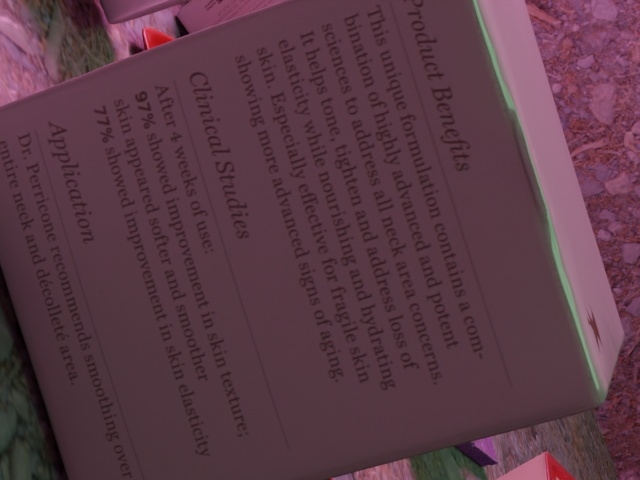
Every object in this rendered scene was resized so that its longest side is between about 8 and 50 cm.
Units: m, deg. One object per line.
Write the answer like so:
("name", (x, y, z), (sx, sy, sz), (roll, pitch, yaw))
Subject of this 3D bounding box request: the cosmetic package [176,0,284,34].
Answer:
("cosmetic package", (-0.036, -0.240, 1.629), (0.151, 0.151, 0.184), (54, 15, 12))

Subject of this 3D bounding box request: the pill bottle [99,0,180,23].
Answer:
("pill bottle", (-0.184, -0.355, 1.310), (0.161, 0.161, 0.283), (-48, 119, -73))

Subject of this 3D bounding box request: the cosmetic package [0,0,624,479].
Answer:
("cosmetic package", (0.000, 0.000, 1.116), (0.327, 0.394, 0.329), (-14, 87, -75))

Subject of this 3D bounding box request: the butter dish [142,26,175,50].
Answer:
("butter dish", (-0.098, -0.149, 1.467), (0.160, 0.118, 0.160), (12, 62, -72))

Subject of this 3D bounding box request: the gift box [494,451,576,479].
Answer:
("gift box", (0.234, 0.432, 1.744), (0.276, 0.258, 0.255), (46, 26, -17))

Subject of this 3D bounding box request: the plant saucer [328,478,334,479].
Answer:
("plant saucer", (0.000, 0.349, 1.384), (0.258, 0.048, 0.259), (54, 23, -49))

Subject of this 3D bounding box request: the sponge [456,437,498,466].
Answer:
("sponge", (0.241, 0.295, 2.328), (0.210, 0.031, 0.117), (43, 33, -61))
